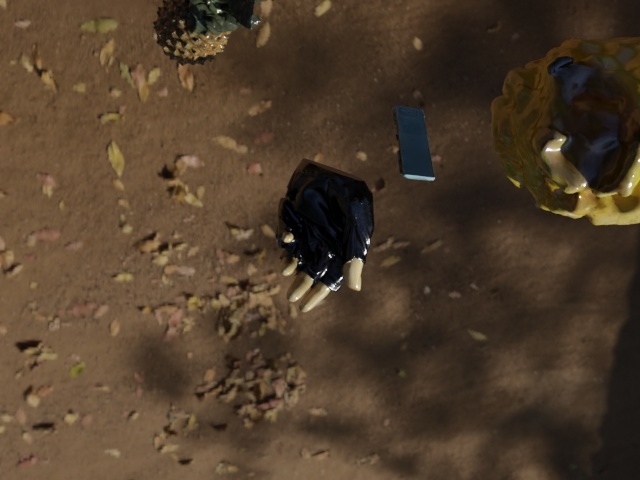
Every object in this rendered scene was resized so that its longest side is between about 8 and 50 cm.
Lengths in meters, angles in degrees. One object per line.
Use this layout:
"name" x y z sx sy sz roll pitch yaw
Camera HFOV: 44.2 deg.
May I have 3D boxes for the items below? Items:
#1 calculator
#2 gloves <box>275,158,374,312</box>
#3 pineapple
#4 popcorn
"calculator" 0.146 -0.158 1.261 0.057 0.172 0.018 4 136 -7
"gloves" 0.000 0.000 1.123 0.124 0.164 0.203 3 107 -64
"pineapple" -0.144 -0.315 1.079 0.119 0.277 0.130 -13 91 -25
"popcorn" 0.216 -0.083 0.597 0.167 0.148 0.152 -12 172 18
